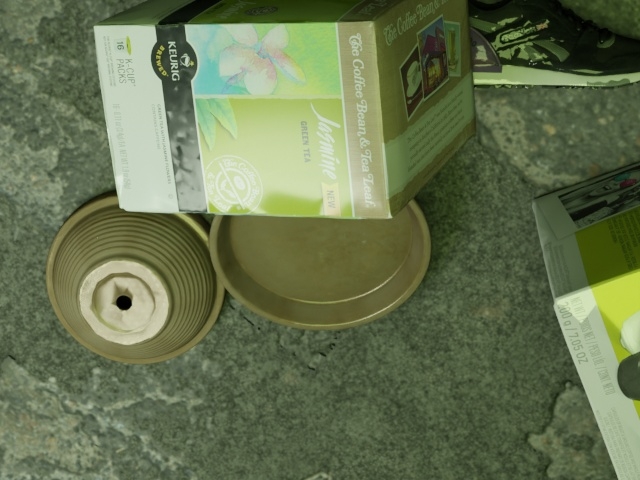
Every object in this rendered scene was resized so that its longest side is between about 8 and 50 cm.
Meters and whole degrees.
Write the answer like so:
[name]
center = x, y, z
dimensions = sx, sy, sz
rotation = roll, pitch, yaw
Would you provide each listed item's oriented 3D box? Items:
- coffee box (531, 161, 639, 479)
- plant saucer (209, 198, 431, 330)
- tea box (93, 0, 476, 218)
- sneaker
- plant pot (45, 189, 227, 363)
[coffee box]
center = 0.469, 0.098, 1.867
dimensions = 0.334, 0.338, 0.337
rotation = -20, 107, 10
[plant saucer]
center = 0.000, 0.000, 1.983
dimensions = 0.278, 0.041, 0.278
rotation = 1, 129, 1
[tea box]
center = -0.025, -0.177, 1.774
dimensions = 0.323, 0.329, 0.220
rotation = 1, 110, 23
[sneaker]
center = 0.275, -0.246, 1.888
dimensions = 0.283, 0.107, 0.124
rotation = 0, 104, 4
[plant pot]
center = -0.241, 0.062, 2.025
dimensions = 0.237, 0.110, 0.237
rotation = 1, 110, 3
